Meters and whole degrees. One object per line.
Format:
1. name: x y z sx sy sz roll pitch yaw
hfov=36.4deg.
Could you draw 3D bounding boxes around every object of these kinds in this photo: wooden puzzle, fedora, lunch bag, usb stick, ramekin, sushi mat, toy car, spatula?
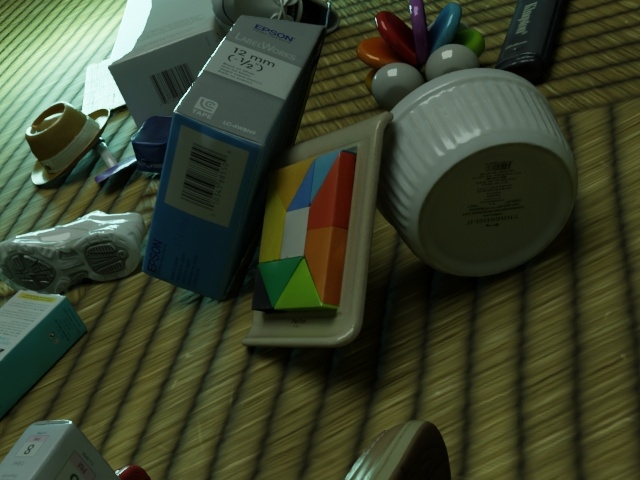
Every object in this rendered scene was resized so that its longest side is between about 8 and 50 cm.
1. wooden puzzle: -0.015 -0.007 1.004 0.221 0.044 0.238 -10 66 60
2. fedora: -0.452 -0.183 1.682 0.194 0.079 0.194 -32 30 21
3. lunch bag: -0.252 -0.146 1.537 0.067 0.065 0.098 7 40 19
4. usb stick: 0.309 -0.310 1.408 0.077 0.045 0.278 -6 36 27
5. ramekin: 0.159 -0.059 0.987 0.207 0.207 0.109 -23 40 3
6. sushi mat: -0.407 -0.321 1.956 0.152 0.019 0.316 -24 31 3
7. toy car: 0.139 -0.279 1.391 0.182 0.136 0.159 -16 32 15
8. spatula: -0.370 -0.152 1.660 0.084 0.030 0.296 -31 31 -12

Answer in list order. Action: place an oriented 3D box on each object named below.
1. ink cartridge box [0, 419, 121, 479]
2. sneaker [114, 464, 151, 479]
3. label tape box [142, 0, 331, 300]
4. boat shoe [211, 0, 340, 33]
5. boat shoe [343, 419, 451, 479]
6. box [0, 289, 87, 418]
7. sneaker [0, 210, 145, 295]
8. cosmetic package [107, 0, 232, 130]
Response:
1. ink cartridge box: -0.212 0.284 0.733 0.066 0.189 0.232 -11 33 30
2. sneaker: -0.249 0.284 0.859 0.128 0.087 0.221 0 38 34
3. label tape box: -0.096 -0.134 1.216 0.115 0.249 0.347 19 41 0
4. boat shoe: -0.070 -0.397 1.678 0.088 0.096 0.268 19 9 37
5. boat shoe: -0.010 0.262 0.687 0.110 0.121 0.341 2 41 36
6. box: -0.403 0.163 1.174 0.101 0.060 0.244 4 41 39
7. sneaker: -0.344 0.011 1.357 0.232 0.090 0.115 -6 28 13
8. cosmetic package: -0.248 -0.351 1.756 0.197 0.155 0.365 -18 31 9
